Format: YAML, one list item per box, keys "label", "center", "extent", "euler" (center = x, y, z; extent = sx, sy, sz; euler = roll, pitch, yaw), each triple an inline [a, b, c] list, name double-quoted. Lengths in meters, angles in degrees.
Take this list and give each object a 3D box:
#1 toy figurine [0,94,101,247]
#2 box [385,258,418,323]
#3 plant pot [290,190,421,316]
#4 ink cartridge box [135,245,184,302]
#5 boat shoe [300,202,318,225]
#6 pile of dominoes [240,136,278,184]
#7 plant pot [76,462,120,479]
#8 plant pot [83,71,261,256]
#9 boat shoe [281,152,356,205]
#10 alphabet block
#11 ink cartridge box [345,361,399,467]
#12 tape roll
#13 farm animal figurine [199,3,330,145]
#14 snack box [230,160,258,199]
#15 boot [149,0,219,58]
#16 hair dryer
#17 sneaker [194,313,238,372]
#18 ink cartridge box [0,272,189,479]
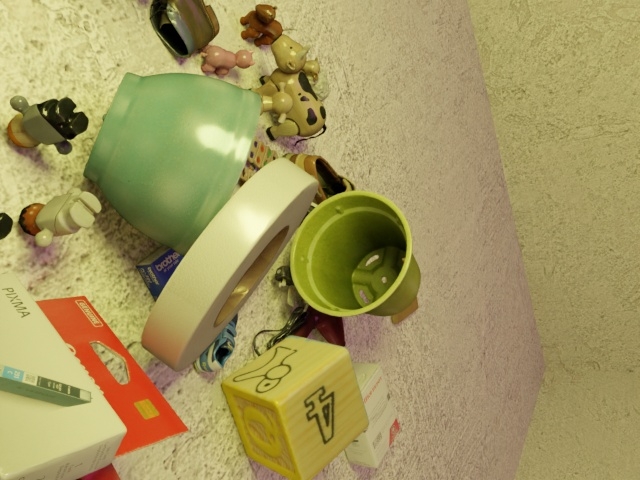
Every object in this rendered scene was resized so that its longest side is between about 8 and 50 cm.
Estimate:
- label: "toy figurine"
  center: [-0.414, -0.089, 0.715]
  extent: [0.210, 0.148, 0.212]
  euler: [-17, 98, -61]
- label: "box"
  center: [0.257, 0.144, 1.747]
  extent: [0.164, 0.021, 0.201]
  euler: [-21, 103, -54]
- label: "plant pot"
  center: [0.111, 0.062, 1.256]
  extent: [0.254, 0.276, 0.276]
  euler: [37, 56, -57]
- label: "ink cartridge box"
  center: [-0.238, 0.032, 1.028]
  extent: [0.207, 0.046, 0.097]
  euler: [-47, 123, -47]
- label: "boat shoe"
  center: [0.000, 0.000, 1.341]
  extent: [0.233, 0.084, 0.079]
  euler: [61, 41, -36]
- label: "pile of dominoes"
  center: [-0.136, -0.127, 1.136]
  extent: [0.251, 0.040, 0.195]
  euler: [28, 66, -67]
- label: "plant pot"
  center: [-0.373, 0.319, 0.686]
  extent: [0.174, 0.191, 0.191]
  euler: [-37, 116, -40]
- label: "plant pot"
  center: [-0.246, -0.143, 0.869]
  extent: [0.196, 0.293, 0.293]
  euler: [24, 64, -22]
- label: "boat shoe"
  center: [0.026, -0.103, 1.358]
  extent: [0.324, 0.120, 0.122]
  euler: [38, 56, -47]
- label: "alphabet block"
  center: [-0.048, 0.329, 1.109]
  extent: [0.197, 0.192, 0.193]
  euler: [-29, 108, -37]
- label: "ink cartridge box"
  center: [0.116, 0.454, 1.448]
  extent: [0.158, 0.092, 0.217]
  euler: [-39, 120, -50]
- label: "tape roll"
  center: [-0.140, 0.039, 0.917]
  extent: [0.072, 0.392, 0.392]
  euler: [36, 45, 4]
- label: "farm animal figurine"
  center: [-0.088, -0.334, 1.175]
  extent: [0.327, 0.172, 0.330]
  euler: [45, 51, -43]
- label: "snack box"
  center: [-0.174, -0.145, 1.161]
  extent: [0.064, 0.022, 0.178]
  euler: [59, 43, -34]
- label: "boot"
  center: [-0.272, -0.443, 1.003]
  extent: [0.219, 0.082, 0.106]
  euler: [54, 44, -36]
- label: "hair dryer"
  center: [-0.038, 0.195, 1.295]
  extent: [0.294, 0.080, 0.223]
  euler: [26, 77, -42]
- label: "sneaker"
  center: [-0.188, 0.192, 1.070]
  extent: [0.053, 0.059, 0.144]
  euler: [50, 47, -38]
- label: "ink cartridge box"
  center: [-0.333, 0.153, 0.688]
  extent: [0.261, 0.296, 0.066]
  euler: [-5, 130, -56]
